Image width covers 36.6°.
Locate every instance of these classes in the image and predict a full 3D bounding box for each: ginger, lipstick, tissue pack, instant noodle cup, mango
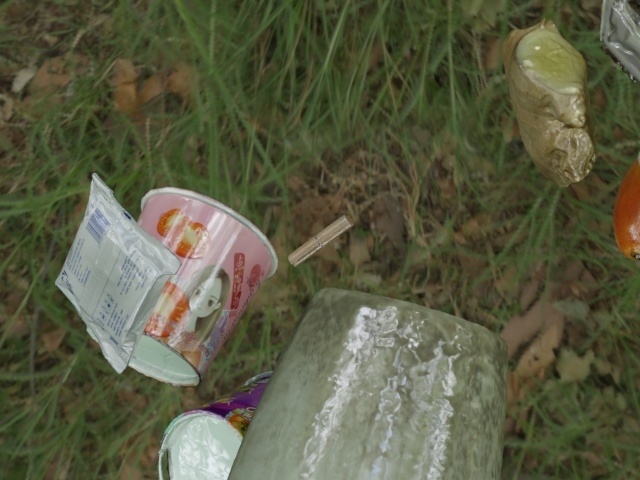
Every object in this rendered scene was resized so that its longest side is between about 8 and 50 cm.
[{"bbox_3d":[0.220,-0.112,0.911,0.074,0.137,0.213,-12,153,7],"label":"ginger"},{"bbox_3d":[0.000,0.000,1.197,0.094,0.019,0.019,-36,105,21],"label":"lipstick"},{"bbox_3d":[-0.206,0.037,0.949,0.122,0.026,0.193,46,136,12],"label":"tissue pack"},{"bbox_3d":[-0.109,0.329,1.427,0.251,0.190,0.251,2,94,35],"label":"instant noodle cup"},{"bbox_3d":[-0.220,0.080,1.486,0.243,0.231,0.243,21,152,12],"label":"instant noodle cup"},{"bbox_3d":[0.561,-0.083,1.563,0.146,0.289,0.129,-8,127,39],"label":"mango"}]

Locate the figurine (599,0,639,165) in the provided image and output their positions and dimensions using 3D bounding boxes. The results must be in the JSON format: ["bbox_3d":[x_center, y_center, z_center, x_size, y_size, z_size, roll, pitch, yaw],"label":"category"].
[{"bbox_3d":[0.363,-0.141,0.695,0.308,0.143,0.308,-5,116,-10],"label":"figurine"}]

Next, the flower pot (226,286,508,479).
[{"bbox_3d":[0.052,0.232,0.996,0.294,0.293,0.330,16,82,-4],"label":"flower pot"}]
